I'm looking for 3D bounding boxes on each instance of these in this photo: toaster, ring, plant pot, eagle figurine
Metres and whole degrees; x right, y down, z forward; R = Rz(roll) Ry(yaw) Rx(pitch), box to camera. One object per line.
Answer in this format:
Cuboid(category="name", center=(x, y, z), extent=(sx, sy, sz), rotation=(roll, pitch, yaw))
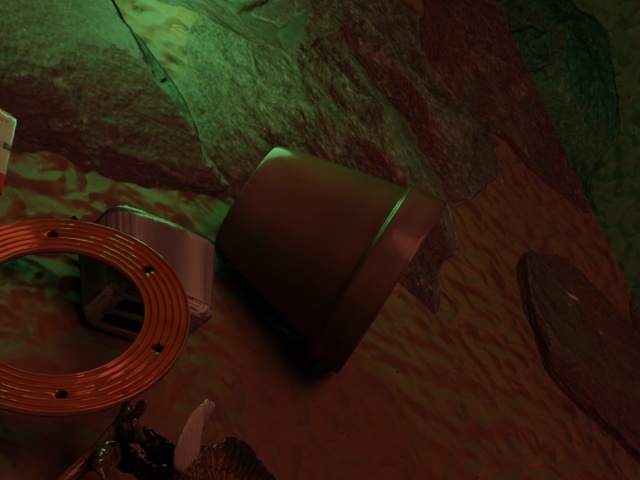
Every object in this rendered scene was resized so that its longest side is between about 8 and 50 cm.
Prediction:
Cuboid(category="toaster", center=(-0.250, 0.052, 1.784), extent=(0.227, 0.129, 0.146), rotation=(23, 44, -36))
Cuboid(category="ring", center=(-0.333, 0.095, 1.595), extent=(0.336, 0.032, 0.337), rotation=(8, 42, -7))
Cuboid(category="plant pot", center=(0.000, 0.000, 2.013), extent=(0.280, 0.323, 0.323), rotation=(34, 33, 3))
Cuboid(category="eagle figurine", center=(-0.164, 0.332, 1.539), extent=(0.298, 0.226, 0.225), rotation=(51, -8, -11))

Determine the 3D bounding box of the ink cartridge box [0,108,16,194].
Cuboid(category="ink cartridge box", center=(-0.486, -0.124, 1.731), extent=(0.109, 0.063, 0.150), rotation=(29, 38, -29))
